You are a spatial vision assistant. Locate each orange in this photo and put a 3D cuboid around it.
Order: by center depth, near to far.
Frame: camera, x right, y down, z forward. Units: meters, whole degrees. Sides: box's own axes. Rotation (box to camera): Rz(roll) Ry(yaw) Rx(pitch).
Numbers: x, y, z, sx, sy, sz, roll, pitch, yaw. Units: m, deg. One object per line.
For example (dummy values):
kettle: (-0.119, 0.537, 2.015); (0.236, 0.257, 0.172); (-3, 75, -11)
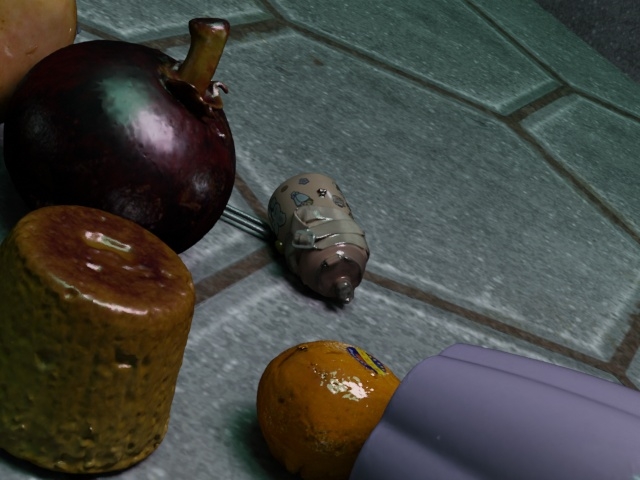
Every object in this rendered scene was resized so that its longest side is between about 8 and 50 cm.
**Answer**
orange: (0.007, 0.147, 1.013); (0.135, 0.117, 0.135); (36, 13, -10)

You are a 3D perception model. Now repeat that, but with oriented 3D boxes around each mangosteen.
mangosteen: (-0.167, -0.108, 1.131); (0.235, 0.261, 0.235); (37, 25, -20)

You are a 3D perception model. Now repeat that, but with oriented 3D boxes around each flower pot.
flower pot: (0.162, 0.211, 0.922); (0.243, 0.265, 0.265); (28, 24, 23)

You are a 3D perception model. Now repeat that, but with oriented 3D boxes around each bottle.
bottle: (0.001, 0.000, 1.301); (0.099, 0.099, 0.152); (13, 33, -29)

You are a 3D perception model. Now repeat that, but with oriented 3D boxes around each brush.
brush: (-0.170, -0.070, 1.328); (0.266, 0.027, 0.062); (26, 25, -7)

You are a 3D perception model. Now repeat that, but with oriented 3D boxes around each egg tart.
egg tart: (-0.189, 0.066, 0.926); (0.203, 0.147, 0.202); (24, 24, -11)

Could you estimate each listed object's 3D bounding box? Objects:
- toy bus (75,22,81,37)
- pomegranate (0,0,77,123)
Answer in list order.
toy bus: (-0.352, -0.226, 1.373); (0.079, 0.077, 0.174); (31, 25, 4)
pomegranate: (-0.373, -0.233, 1.146); (0.229, 0.252, 0.270); (45, -8, 14)
